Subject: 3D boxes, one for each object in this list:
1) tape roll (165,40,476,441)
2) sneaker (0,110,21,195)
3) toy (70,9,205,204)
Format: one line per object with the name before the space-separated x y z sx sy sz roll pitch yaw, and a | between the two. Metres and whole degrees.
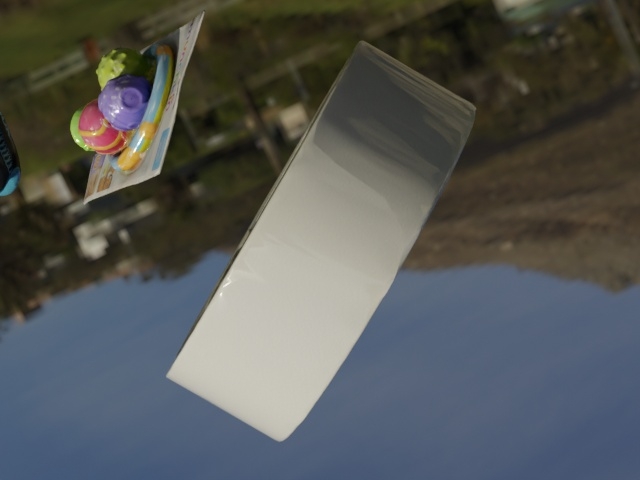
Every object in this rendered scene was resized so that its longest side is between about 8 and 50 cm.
tape roll | 0.000 0.000 1.318 0.286 0.100 0.286 -60 -177 5
sneaker | -0.330 0.006 1.075 0.341 0.139 0.125 -38 -178 15
toy | -0.169 -0.111 1.514 0.056 0.137 0.237 17 169 -17
